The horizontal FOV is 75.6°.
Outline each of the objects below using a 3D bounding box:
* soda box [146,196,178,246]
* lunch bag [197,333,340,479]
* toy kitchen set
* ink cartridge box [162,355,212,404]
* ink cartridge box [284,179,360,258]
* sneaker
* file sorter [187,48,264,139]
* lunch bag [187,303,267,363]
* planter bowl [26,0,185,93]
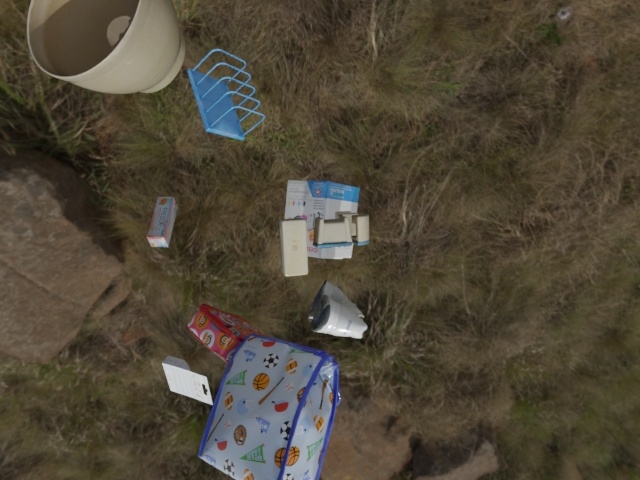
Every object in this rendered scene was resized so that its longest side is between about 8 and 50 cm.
[{"bbox_3d":[-0.545,-0.066,1.428,0.058,0.183,0.063,1,145,-2],"label":"soda box"},{"bbox_3d":[-0.132,0.492,1.221,0.328,0.385,0.239,4,165,34],"label":"lunch bag"},{"bbox_3d":[0.000,0.000,0.974,0.207,0.166,0.122,-4,99,-15],"label":"toy kitchen set"},{"bbox_3d":[-0.580,0.622,1.839,0.233,0.066,0.188,8,122,15],"label":"ink cartridge box"},{"bbox_3d":[-0.001,-0.065,1.311,0.171,0.168,0.232,8,94,38],"label":"ink cartridge box"},{"bbox_3d":[0.042,0.189,1.072,0.129,0.297,0.110,24,98,-5],"label":"sneaker"},{"bbox_3d":[-0.223,-0.353,0.999,0.105,0.170,0.118,-28,165,31],"label":"file sorter"},{"bbox_3d":[-0.327,0.336,1.481,0.120,0.258,0.293,-57,147,-6],"label":"lunch bag"},{"bbox_3d":[-0.228,-0.238,0.474,0.162,0.109,0.161,-3,82,20],"label":"planter bowl"}]
